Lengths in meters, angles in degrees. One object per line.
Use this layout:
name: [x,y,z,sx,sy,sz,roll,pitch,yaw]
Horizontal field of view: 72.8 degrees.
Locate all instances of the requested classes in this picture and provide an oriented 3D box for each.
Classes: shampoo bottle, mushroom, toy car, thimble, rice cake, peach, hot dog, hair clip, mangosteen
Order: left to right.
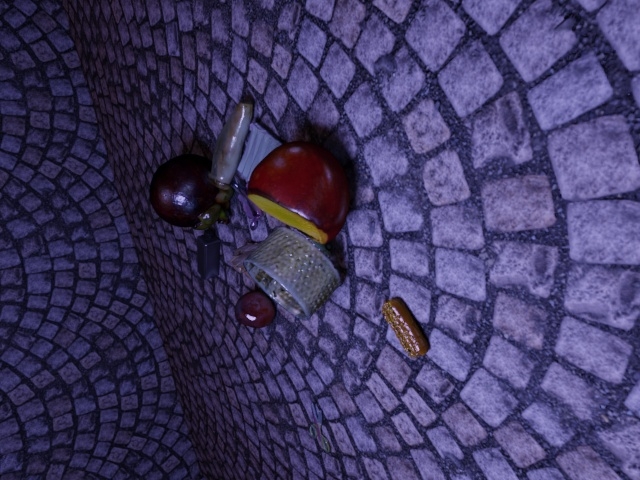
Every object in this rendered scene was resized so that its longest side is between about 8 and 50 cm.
mangosteen: [-0.492,-0.172,1.649,0.300,0.300,0.300,27,126,44]
shampoo bottle: [-0.501,0.059,1.944,0.079,0.080,0.246,39,135,33]
mushroom: [-0.306,-0.322,1.467,0.107,0.087,0.333,38,124,24]
hair clip: [-0.256,-0.145,1.562,0.187,0.056,0.146,55,141,6]
peach: [-0.260,0.277,1.671,0.152,0.152,0.152,27,126,44]
mushroom: [-0.218,0.106,1.549,0.286,0.156,0.151,21,135,60]
rice cake: [-0.190,-0.264,1.404,0.189,0.037,0.198,43,131,26]
thimble: [-0.085,0.096,1.268,0.271,0.150,0.271,37,160,16]
peach: [-0.039,-0.124,1.118,0.275,0.249,0.245,38,112,31]
toy car: [0.000,0.000,1.298,0.122,0.035,0.059,57,143,5]
hot dog: [0.214,0.222,1.110,0.165,0.045,0.071,60,145,13]

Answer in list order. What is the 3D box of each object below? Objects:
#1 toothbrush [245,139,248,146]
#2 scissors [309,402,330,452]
toothbrush: [-0.237,-0.297,1.484,0.018,0.024,0.257,-38,77,53]
scissors: [-0.010,0.704,1.651,0.133,0.020,0.187,24,125,50]
